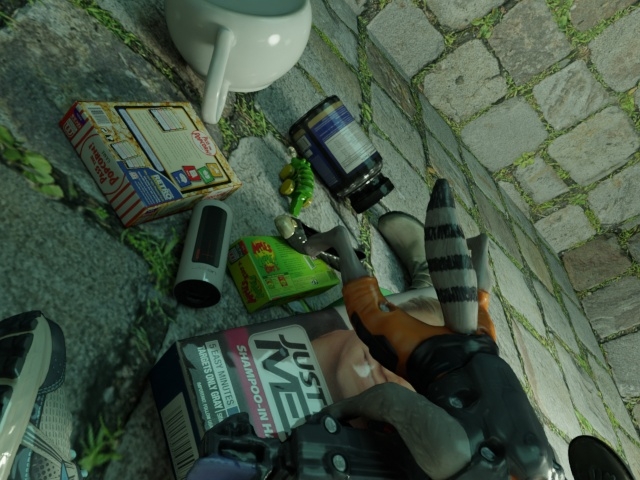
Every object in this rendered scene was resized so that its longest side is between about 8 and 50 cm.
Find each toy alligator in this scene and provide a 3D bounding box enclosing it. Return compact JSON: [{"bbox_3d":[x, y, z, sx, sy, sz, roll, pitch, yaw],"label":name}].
[{"bbox_3d":[-0.036,-0.121,0.904,0.056,0.051,0.189,35,35,-34],"label":"toy alligator"}]

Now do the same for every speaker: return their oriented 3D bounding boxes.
[{"bbox_3d":[-0.139,0.014,0.610,0.055,0.055,0.136,36,35,-31],"label":"speaker"}]

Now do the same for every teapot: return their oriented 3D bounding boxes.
[{"bbox_3d":[-0.141,-0.334,0.844,0.256,0.187,0.252,-24,60,-35],"label":"teapot"}]

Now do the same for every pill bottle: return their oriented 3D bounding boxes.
[{"bbox_3d":[0.046,-0.166,1.002,0.219,0.123,0.123,53,29,-7],"label":"pill bottle"}]

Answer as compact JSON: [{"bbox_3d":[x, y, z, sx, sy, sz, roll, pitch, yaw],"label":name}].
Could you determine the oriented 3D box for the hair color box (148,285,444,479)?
[{"bbox_3d":[0.020,0.164,0.535,0.347,0.105,0.174,-7,65,-37],"label":"hair color box"}]

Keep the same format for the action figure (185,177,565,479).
[{"bbox_3d":[0.076,0.117,0.418,0.341,0.178,0.330,10,49,-30],"label":"action figure"}]

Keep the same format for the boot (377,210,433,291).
[{"bbox_3d":[0.207,0.060,1.067,0.246,0.083,0.161,45,36,-16],"label":"boot"}]

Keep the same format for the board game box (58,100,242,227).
[{"bbox_3d":[-0.204,-0.107,0.644,0.147,0.045,0.193,57,29,3],"label":"board game box"}]

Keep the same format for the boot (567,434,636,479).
[{"bbox_3d":[0.398,0.391,0.734,0.229,0.091,0.263,33,35,-33],"label":"boot"}]

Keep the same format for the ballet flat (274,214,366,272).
[{"bbox_3d":[0.000,0.000,0.747,0.173,0.049,0.057,29,38,-40],"label":"ballet flat"}]

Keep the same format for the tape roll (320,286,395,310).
[{"bbox_3d":[0.108,0.225,0.748,0.321,0.077,0.321,36,35,-31],"label":"tape roll"}]

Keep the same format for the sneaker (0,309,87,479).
[{"bbox_3d":[-0.203,0.184,0.323,0.122,0.110,0.283,49,27,-51],"label":"sneaker"}]

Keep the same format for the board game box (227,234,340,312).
[{"bbox_3d":[-0.051,0.041,0.727,0.181,0.043,0.092,-5,64,-58],"label":"board game box"}]

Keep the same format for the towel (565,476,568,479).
[{"bbox_3d":[0.330,0.466,0.734,0.320,0.090,0.374,54,27,5],"label":"towel"}]
